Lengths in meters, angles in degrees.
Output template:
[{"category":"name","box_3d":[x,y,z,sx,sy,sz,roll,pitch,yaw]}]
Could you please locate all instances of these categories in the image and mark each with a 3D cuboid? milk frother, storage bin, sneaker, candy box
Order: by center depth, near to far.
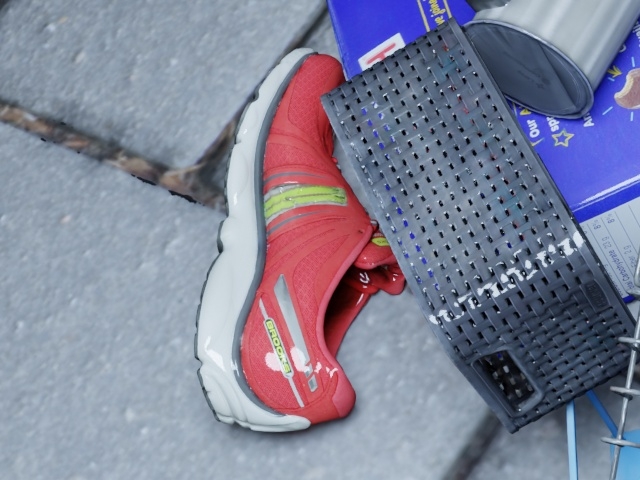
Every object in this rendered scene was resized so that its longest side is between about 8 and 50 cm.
[{"category":"storage bin","box_3d":[0.083,-0.009,0.878,0.084,0.122,0.180,-31,51,7]},{"category":"milk frother","box_3d":[0.119,-0.151,0.985,0.135,0.129,0.143,-57,5,-18]},{"category":"candy box","box_3d":[0.183,-0.108,1.051,0.317,0.122,0.268,-24,48,12]},{"category":"sneaker","box_3d":[0.000,0.000,1.114,0.118,0.107,0.279,3,59,10]}]

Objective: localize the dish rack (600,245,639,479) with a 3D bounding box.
[{"category":"dish rack","box_3d":[0.208,0.088,0.743,0.208,0.074,0.271,9,84,28]}]

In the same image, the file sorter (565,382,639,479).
[{"category":"file sorter","box_3d":[0.218,0.115,0.869,0.170,0.104,0.118,-14,51,21]}]
